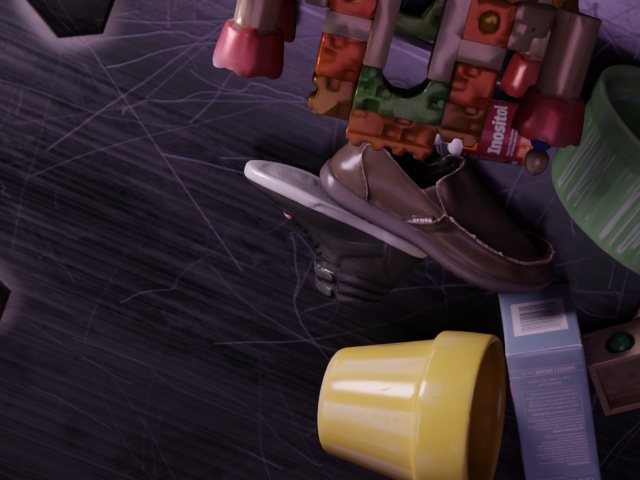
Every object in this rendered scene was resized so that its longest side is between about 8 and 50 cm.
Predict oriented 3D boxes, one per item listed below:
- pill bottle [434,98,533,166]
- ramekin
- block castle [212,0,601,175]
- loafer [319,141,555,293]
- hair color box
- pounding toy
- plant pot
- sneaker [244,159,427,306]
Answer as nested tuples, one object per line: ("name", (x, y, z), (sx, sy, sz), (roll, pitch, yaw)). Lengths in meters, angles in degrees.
("pill bottle", (0.225, -0.153, 1.713), (0.152, 0.086, 0.086), (8, 117, 1))
("ramekin", (0.449, -0.077, 1.620), (0.303, 0.303, 0.148), (28, 123, -9))
("block castle", (0.108, -0.242, 1.563), (0.453, 0.303, 0.213), (13, 110, -1))
("loafer", (0.181, -0.046, 1.743), (0.366, 0.134, 0.130), (26, 116, -8))
("hair color box", (0.349, 0.273, 1.858), (0.114, 0.185, 0.374), (-9, 115, 9))
("pounding toy", (0.463, 0.165, 1.856), (0.130, 0.100, 0.141), (-17, 124, 14))
("plant pot", (0.135, 0.254, 1.852), (0.239, 0.254, 0.254), (5, 118, 21))
("sneaker", (0.000, 0.000, 1.798), (0.296, 0.104, 0.147), (27, 111, -13))
